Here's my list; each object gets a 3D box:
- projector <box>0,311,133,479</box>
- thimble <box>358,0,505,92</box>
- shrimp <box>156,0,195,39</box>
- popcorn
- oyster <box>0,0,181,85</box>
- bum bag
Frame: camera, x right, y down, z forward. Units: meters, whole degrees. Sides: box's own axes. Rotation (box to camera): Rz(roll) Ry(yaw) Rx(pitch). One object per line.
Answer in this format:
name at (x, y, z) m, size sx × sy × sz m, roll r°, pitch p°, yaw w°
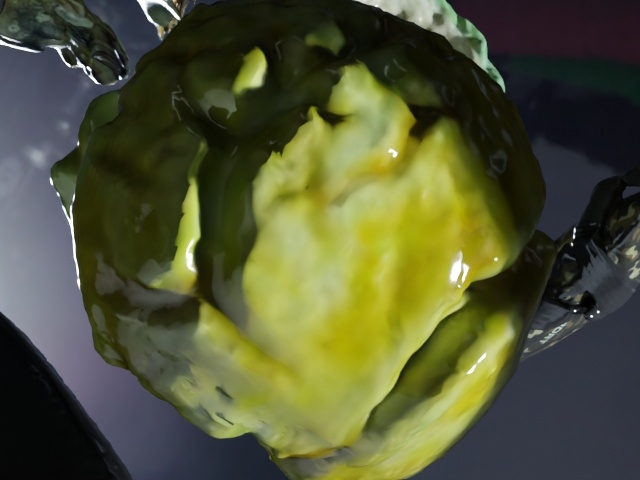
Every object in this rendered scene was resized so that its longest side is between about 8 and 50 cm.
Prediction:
projector at (-0.354, 0.254, 1.118) m, size 0.405 × 0.395 × 0.242 m, roll 35°, pitch -41°, yaw 53°
thimble at (0.026, -0.100, 1.154) m, size 0.219 × 0.219 × 0.150 m, roll 29°, pitch -44°, yaw -18°
shrimp at (-0.189, -0.367, 1.659) m, size 0.169 × 0.058 × 0.296 m, roll 45°, pitch -37°, yaw 29°
popcorn at (0.000, 0.000, 0.634) m, size 0.183 × 0.204 × 0.221 m, roll 22°, pitch -26°, yaw 52°
oyster at (-0.193, -0.219, 0.813) m, size 0.162 × 0.158 × 0.351 m, roll 15°, pitch -18°, yaw 32°
bum bag at (0.186, 0.023, 1.043) m, size 0.069 × 0.248 × 0.102 m, roll 36°, pitch 33°, yaw -1°
